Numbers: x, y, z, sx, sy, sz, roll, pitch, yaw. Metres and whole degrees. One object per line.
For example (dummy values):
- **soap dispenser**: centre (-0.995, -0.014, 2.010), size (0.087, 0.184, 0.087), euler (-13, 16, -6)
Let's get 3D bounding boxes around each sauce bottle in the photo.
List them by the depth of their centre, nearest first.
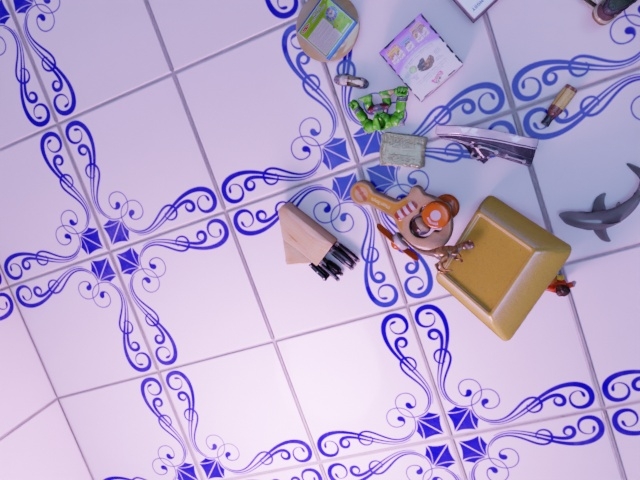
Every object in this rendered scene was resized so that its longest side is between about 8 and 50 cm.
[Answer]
- **sauce bottle**: centre (0.694, -0.393, 1.634), size (0.042, 0.042, 0.128), euler (36, 109, 4)

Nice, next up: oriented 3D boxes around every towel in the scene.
- **towel**: centre (0.261, -0.285, 1.768), size (0.148, 0.027, 0.110), euler (7, 103, 13)

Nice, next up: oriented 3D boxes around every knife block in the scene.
- **knife block**: centre (0.000, 0.000, 1.861), size (0.242, 0.088, 0.275), euler (-6, 100, 14)

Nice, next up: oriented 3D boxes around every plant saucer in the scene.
- **plant saucer**: centre (0.505, 0.069, 1.655), size (0.332, 0.081, 0.332), euler (47, 115, 46)

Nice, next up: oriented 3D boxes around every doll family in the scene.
- **doll family**: centre (0.630, 0.122, 1.697), size (0.263, 0.163, 0.118), euler (-15, 98, 16)

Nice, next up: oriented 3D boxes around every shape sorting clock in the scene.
- **shape sorting clock**: centre (0.022, -0.660, 1.735), size (0.206, 0.040, 0.206), euler (4, 106, 15)

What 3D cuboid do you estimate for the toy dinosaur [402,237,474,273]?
- **toy dinosaur**: centre (0.364, 0.043, 1.705), size (0.212, 0.064, 0.112), euler (-6, 77, 20)

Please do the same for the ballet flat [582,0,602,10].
- **ballet flat**: centre (0.746, -0.687, 1.550), size (0.168, 0.052, 0.057), euler (40, 108, 3)

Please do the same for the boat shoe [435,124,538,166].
- **boat shoe**: centre (0.490, -0.282, 1.678), size (0.302, 0.108, 0.102), euler (11, 103, 4)

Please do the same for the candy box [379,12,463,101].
- **candy box**: centre (0.303, -0.543, 1.678), size (0.165, 0.070, 0.196), euler (-40, 90, 18)

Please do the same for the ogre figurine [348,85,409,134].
- **ogre figurine**: centre (0.184, -0.397, 1.725), size (0.197, 0.097, 0.118), euler (-10, 98, 15)

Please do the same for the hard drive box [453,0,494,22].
- **hard drive box**: centre (0.430, -0.774, 1.588), size (0.181, 0.089, 0.232), euler (-43, 90, 18)

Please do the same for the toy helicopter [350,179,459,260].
- **toy helicopter**: centre (0.248, -0.079, 1.784), size (0.355, 0.140, 0.234), euler (28, 116, 17)

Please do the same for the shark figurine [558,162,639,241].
- **shark figurine**: centre (0.866, -0.091, 1.623), size (0.278, 0.116, 0.166), euler (-39, 92, 20)

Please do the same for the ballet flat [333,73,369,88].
- **ballet flat**: centre (0.094, -0.501, 1.753), size (0.114, 0.041, 0.041), euler (12, 105, 11)

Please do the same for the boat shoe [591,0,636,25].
- **boat shoe**: centre (0.827, -0.668, 1.493), size (0.223, 0.073, 0.080), euler (-44, 96, -3)
